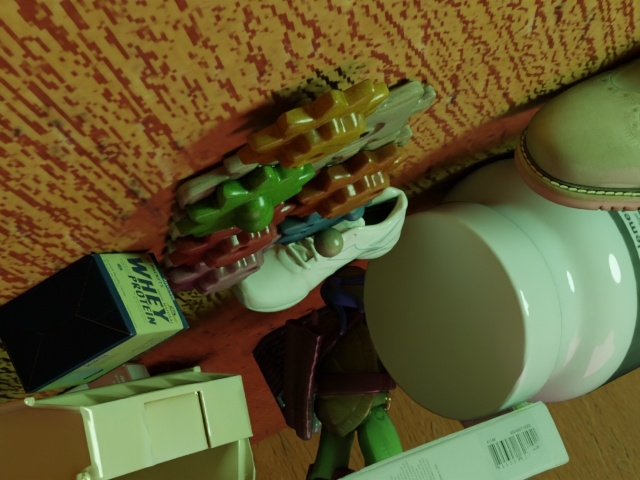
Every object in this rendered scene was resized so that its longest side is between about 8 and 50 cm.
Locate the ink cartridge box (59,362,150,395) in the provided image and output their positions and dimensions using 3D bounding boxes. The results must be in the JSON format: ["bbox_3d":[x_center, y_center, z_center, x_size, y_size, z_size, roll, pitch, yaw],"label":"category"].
[{"bbox_3d":[-0.227,0.203,1.480,0.198,0.115,0.067,-27,171,8],"label":"ink cartridge box"}]

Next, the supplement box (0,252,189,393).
[{"bbox_3d":[-0.143,0.051,1.040,0.083,0.056,0.083,-29,171,18],"label":"supplement box"}]

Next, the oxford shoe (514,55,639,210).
[{"bbox_3d":[0.324,-0.141,1.208,0.397,0.140,0.146,-21,140,-9],"label":"oxford shoe"}]

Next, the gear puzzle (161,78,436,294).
[{"bbox_3d":[-0.007,-0.031,1.010,0.175,0.044,0.339,-25,171,-13],"label":"gear puzzle"}]

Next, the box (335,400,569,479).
[{"bbox_3d":[0.008,0.225,1.310,0.232,0.058,0.322,-13,165,-42],"label":"box"}]

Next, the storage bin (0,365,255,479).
[{"bbox_3d":[-0.208,0.173,1.150,0.260,0.123,0.262,-13,176,20],"label":"storage bin"}]

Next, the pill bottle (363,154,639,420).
[{"bbox_3d":[0.218,0.019,1.420,0.363,0.210,0.210,-19,168,-43],"label":"pill bottle"}]

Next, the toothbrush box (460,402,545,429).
[{"bbox_3d":[0.264,0.080,1.804,0.283,0.122,0.206,-37,175,-16],"label":"toothbrush box"}]

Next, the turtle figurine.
[{"bbox_3d":[0.064,0.168,1.578,0.198,0.266,0.274,1,168,6],"label":"turtle figurine"}]

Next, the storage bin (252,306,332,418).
[{"bbox_3d":[0.027,0.116,1.827,0.180,0.084,0.122,-25,171,-15],"label":"storage bin"}]

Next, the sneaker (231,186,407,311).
[{"bbox_3d":[0.000,0.000,1.215,0.152,0.053,0.061,-29,164,-26],"label":"sneaker"}]
